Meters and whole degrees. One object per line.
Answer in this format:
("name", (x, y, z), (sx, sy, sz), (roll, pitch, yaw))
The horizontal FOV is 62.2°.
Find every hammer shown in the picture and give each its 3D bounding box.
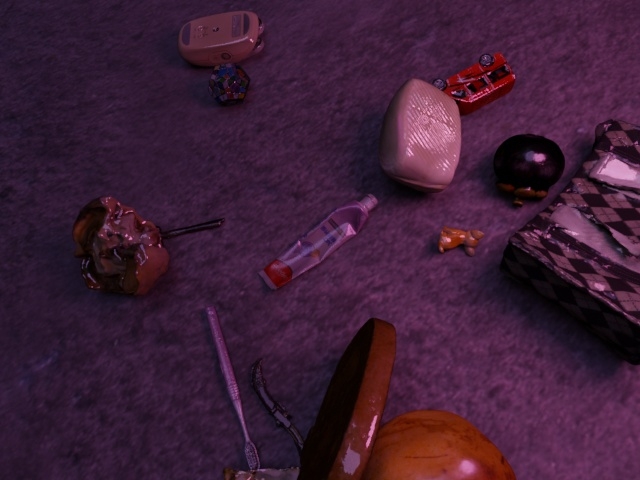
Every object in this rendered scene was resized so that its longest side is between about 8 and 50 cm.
("hammer", (-0.307, -0.022, 1.243), (0.179, 0.021, 0.065), (-12, 65, 4))

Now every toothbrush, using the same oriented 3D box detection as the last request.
("toothbrush", (-0.181, 0.288, 1.072), (0.024, 0.029, 0.353), (-17, 63, -10))

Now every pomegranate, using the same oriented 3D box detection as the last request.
("pomegranate", (0.169, 0.394, 0.828), (0.265, 0.264, 0.264), (-5, 66, 10))

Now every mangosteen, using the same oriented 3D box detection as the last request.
("mangosteen", (0.423, -0.142, 1.088), (0.137, 0.137, 0.151), (12, 104, 17))

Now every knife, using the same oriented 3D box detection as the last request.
("knife", (-0.087, 0.333, 1.038), (0.046, 0.021, 0.222), (-31, 63, -5))

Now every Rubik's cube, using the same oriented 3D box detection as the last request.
("Rubik's cube", (-0.231, -0.395, 1.347), (0.111, 0.111, 0.093), (-6, 91, 10))

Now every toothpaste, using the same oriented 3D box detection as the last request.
("toothpaste", (0.000, 0.000, 1.153), (0.301, 0.048, 0.075), (-39, 69, -3))

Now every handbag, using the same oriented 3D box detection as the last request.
("handbag", (0.564, -0.028, 0.979), (0.317, 0.180, 0.416), (38, 72, 27))

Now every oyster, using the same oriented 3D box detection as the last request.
("oyster", (-0.075, 0.479, 0.952), (0.209, 0.072, 0.132), (5, 60, -7))

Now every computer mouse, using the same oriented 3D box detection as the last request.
("computer mouse", (-0.266, -0.537, 1.422), (0.237, 0.082, 0.145), (-8, 65, 7))

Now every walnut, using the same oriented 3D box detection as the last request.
("walnut", (-0.436, 0.025, 1.180), (0.238, 0.141, 0.204), (48, 120, 17))

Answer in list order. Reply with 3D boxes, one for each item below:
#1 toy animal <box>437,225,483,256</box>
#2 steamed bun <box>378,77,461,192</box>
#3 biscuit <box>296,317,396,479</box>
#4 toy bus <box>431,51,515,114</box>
("toy animal", (0.286, 0.003, 1.083), (0.083, 0.060, 0.081), (14, 31, 18))
("steamed bun", (0.203, -0.212, 1.144), (0.170, 0.153, 0.238), (20, 68, -22))
("biscuit", (0.038, 0.307, 0.879), (0.063, 0.314, 0.367), (24, 43, -1))
("toy bus", (0.338, -0.344, 1.213), (0.195, 0.081, 0.089), (-27, 74, -2))
